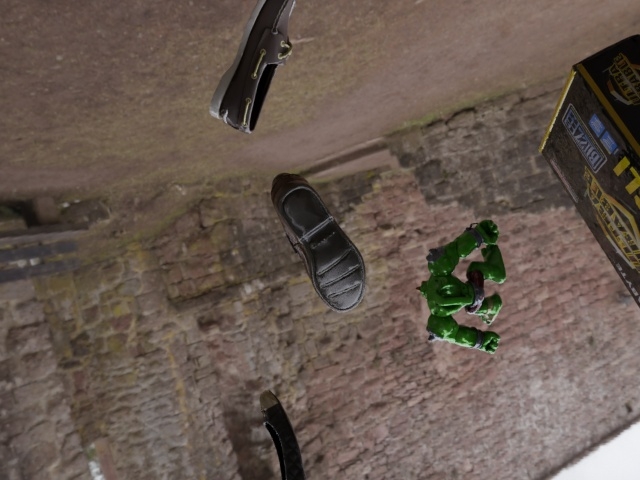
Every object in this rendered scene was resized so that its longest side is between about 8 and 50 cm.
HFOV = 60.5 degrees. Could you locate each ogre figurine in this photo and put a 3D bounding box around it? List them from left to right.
[{"bbox_3d":[0.211,0.073,0.814,0.118,0.197,0.097,-4,-152,-18],"label":"ogre figurine"}]

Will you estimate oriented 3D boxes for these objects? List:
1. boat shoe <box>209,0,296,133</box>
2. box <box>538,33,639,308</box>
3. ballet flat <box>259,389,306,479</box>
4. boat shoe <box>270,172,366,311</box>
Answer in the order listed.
[{"bbox_3d":[-0.113,-0.371,1.102,0.324,0.096,0.116,-59,179,21],"label":"boat shoe"},{"bbox_3d":[0.385,-0.036,0.635,0.079,0.322,0.257,-27,164,5],"label":"box"},{"bbox_3d":[-0.049,0.275,0.691,0.049,0.173,0.057,-14,162,-15],"label":"ballet flat"},{"bbox_3d":[0.000,0.000,1.062,0.110,0.307,0.104,-27,-150,-6],"label":"boat shoe"}]
